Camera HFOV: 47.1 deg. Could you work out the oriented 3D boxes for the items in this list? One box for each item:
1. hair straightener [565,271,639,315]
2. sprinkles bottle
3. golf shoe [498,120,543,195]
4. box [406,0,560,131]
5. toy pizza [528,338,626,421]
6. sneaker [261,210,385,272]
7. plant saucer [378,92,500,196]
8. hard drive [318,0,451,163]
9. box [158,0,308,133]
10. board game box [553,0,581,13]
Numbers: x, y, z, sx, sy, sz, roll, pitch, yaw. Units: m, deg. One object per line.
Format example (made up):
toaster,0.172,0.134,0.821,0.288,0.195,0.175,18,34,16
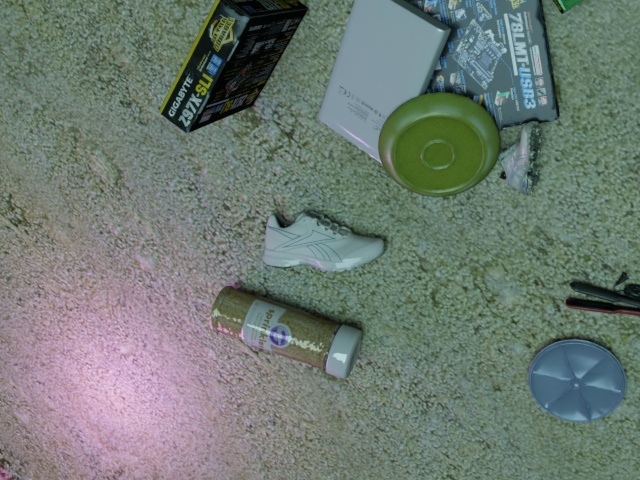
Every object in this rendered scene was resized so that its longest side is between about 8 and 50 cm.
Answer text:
hair straightener,0.623,0.113,1.491,0.230,0.047,0.089,10,112,16
sprinkles bottle,-0.083,0.216,1.747,0.355,0.121,0.121,17,114,14
golf shoe,0.386,-0.164,1.441,0.086,0.069,0.176,21,144,26
box,0.294,-0.353,1.432,0.293,0.073,0.296,-9,105,22
toy pizza,0.555,0.302,1.593,0.201,0.032,0.201,6,111,17
sneaker,0.000,0.000,1.651,0.297,0.111,0.129,2,104,18
plant saucer,0.233,-0.176,1.450,0.241,0.037,0.241,5,129,6
hard drive,0.116,-0.326,1.462,0.203,0.040,0.308,38,131,22
box,-0.163,-0.364,1.457,0.079,0.322,0.257,38,117,3
board game box,0.503,-0.529,1.281,0.259,0.030,0.136,-32,98,11
